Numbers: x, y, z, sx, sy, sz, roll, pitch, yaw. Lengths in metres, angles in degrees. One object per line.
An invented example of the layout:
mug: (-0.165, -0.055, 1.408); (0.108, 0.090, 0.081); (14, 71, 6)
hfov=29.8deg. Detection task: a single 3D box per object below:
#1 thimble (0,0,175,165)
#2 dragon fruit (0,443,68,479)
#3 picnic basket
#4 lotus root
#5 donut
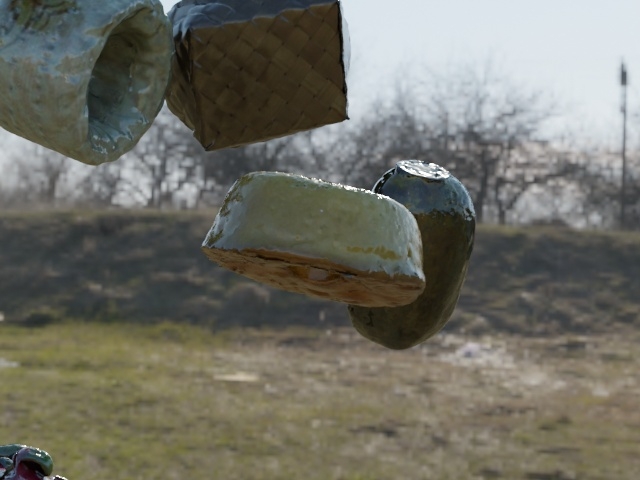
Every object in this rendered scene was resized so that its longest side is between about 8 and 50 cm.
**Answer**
thimble: (-0.361, -0.273, 1.811); (0.195, 0.292, 0.291); (23, 4, 18)
dragon fruit: (-0.374, 0.336, 1.294); (0.272, 0.198, 0.218); (-21, -28, -16)
picnic basket: (-0.130, -0.326, 2.059); (0.337, 0.293, 0.337); (-4, 26, 2)
lotus root: (0.125, 0.023, 1.635); (0.152, 0.275, 0.160); (20, 34, 24)
donut: (0.000, 0.000, 1.389); (0.277, 0.109, 0.277); (13, -9, 2)
